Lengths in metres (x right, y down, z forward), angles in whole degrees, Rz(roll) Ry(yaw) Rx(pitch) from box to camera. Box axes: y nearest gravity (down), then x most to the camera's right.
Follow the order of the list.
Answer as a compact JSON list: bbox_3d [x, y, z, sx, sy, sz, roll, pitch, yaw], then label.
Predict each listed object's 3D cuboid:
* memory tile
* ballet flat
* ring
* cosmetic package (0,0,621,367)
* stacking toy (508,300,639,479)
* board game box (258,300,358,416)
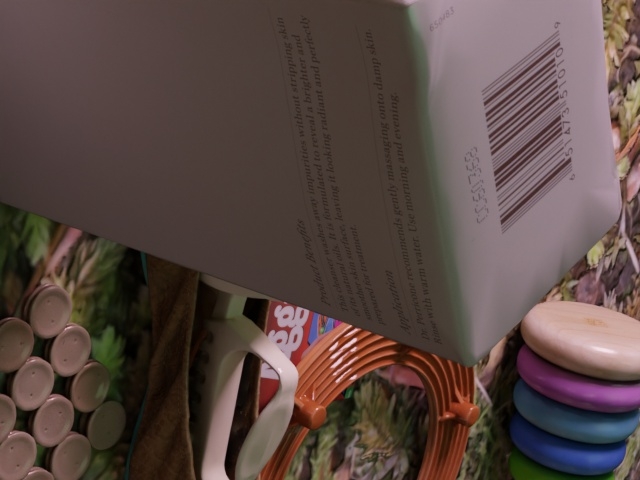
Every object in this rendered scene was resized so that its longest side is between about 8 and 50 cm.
[{"bbox_3d":[-0.191,0.110,1.077,0.113,0.012,0.148,-45,133,-31],"label":"memory tile"},{"bbox_3d":[-0.066,0.062,1.122,0.116,0.124,0.342,-6,108,-51],"label":"ballet flat"},{"bbox_3d":[0.035,0.210,1.350,0.336,0.032,0.336,-30,131,-41],"label":"ring"},{"bbox_3d":[-0.041,-0.100,0.883,0.156,0.385,0.217,-39,133,-34],"label":"cosmetic package"},{"bbox_3d":[0.230,0.233,1.557,0.141,0.141,0.330,-7,115,-49],"label":"stacking toy"},{"bbox_3d":[0.000,0.000,1.237,0.145,0.027,0.281,-6,113,-48],"label":"board game box"}]
